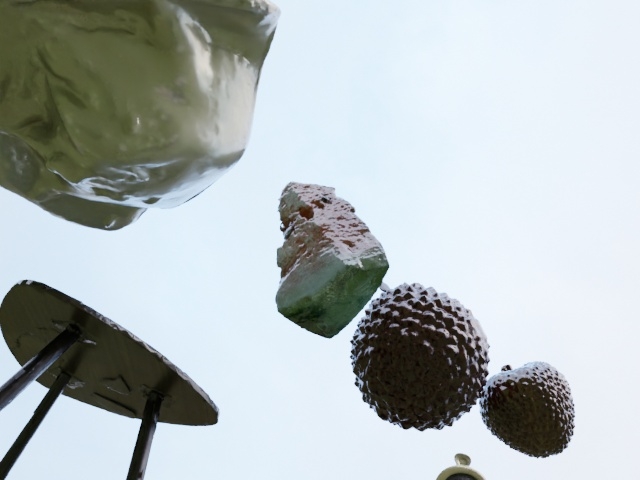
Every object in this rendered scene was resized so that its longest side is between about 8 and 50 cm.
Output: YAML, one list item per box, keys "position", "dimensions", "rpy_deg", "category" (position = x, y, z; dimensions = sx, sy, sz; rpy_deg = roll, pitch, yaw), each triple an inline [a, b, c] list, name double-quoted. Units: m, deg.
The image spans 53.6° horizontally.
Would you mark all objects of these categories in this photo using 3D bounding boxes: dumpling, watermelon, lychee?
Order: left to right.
- position: [-0.238, -0.154, 0.706]
  dimensions: [0.395, 0.316, 0.233]
  rpy_deg: [-43, -129, 39]
  category: "dumpling"
- position: [0.000, 0.000, 0.920]
  dimensions: [0.094, 0.241, 0.154]
  rpy_deg: [26, -59, -38]
  category: "watermelon"
- position: [0.184, 0.220, 1.176]
  dimensions: [0.264, 0.264, 0.300]
  rpy_deg: [-27, -53, 28]
  category: "lychee"
- position: [0.408, 0.326, 1.245]
  dimensions: [0.195, 0.194, 0.194]
  rpy_deg: [8, -66, 17]
  category: "lychee"

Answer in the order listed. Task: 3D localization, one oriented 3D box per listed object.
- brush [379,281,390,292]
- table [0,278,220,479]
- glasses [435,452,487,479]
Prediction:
- position: [0.133, 0.091, 1.374]
  dimensions: [0.024, 0.083, 0.008]
  rpy_deg: [0, -61, -12]
  category: "brush"
- position: [-0.310, 0.257, 0.755]
  dimensions: [0.317, 0.249, 0.317]
  rpy_deg: [14, -39, 11]
  category: "table"
- position: [0.150, 0.419, 0.877]
  dimensions: [0.088, 0.190, 0.220]
  rpy_deg: [49, -24, 44]
  category: "glasses"
